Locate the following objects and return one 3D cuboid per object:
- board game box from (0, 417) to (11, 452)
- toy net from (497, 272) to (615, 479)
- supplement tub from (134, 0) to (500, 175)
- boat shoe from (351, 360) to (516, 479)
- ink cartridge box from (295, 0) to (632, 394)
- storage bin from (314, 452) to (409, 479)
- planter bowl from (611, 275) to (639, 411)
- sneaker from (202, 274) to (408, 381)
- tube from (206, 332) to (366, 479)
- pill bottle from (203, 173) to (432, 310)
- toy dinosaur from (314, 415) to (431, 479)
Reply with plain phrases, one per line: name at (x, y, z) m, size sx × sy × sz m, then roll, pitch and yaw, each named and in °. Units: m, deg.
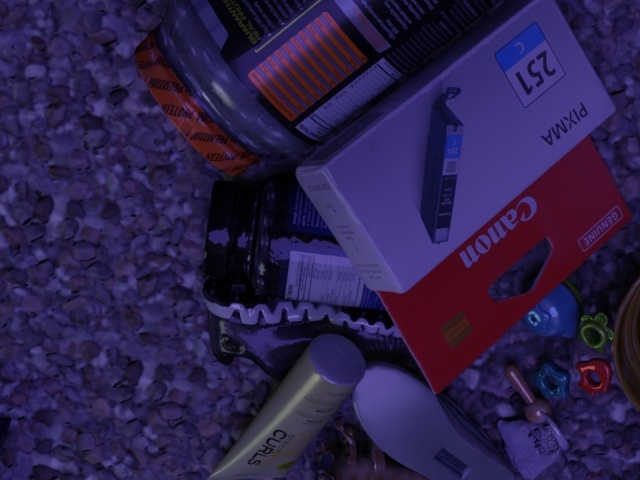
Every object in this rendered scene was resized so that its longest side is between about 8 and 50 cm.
board game box at (-0.436, 0.280, 1.489) m, size 0.194 × 0.060 × 0.194 m, roll 5°, pitch 109°, yaw -1°
toy net at (0.245, 0.150, 1.422) m, size 0.122 × 0.045 × 0.232 m, roll 23°, pitch 126°, yaw 31°
supplement tub at (0.000, -0.210, 1.237) m, size 0.316 × 0.193 × 0.193 m, roll -36°, pitch 105°, yaw 12°
boat shoe at (0.111, 0.197, 1.439) m, size 0.079 × 0.081 × 0.227 m, roll -45°, pitch 111°, yaw 7°
ink cartridge box at (0.159, -0.044, 1.284) m, size 0.296 × 0.066 × 0.261 m, roll -39°, pitch 108°, yaw -21°
storage bin at (0.042, 0.295, 1.478) m, size 0.135 × 0.098 × 0.091 m, roll 23°, pitch 136°, yaw -8°
planter bowl at (0.392, 0.083, 1.390) m, size 0.217 × 0.090 × 0.217 m, roll 0°, pitch 109°, yaw 0°
sneaker at (-0.007, 0.097, 1.412) m, size 0.234 × 0.078 × 0.106 m, roll 7°, pitch 117°, yaw -2°
tube at (-0.030, 0.184, 1.402) m, size 0.070 × 0.062 × 0.240 m, roll 35°, pitch 133°, yaw -1°
pill bottle at (0.000, 0.000, 1.349) m, size 0.219 × 0.123 × 0.123 m, roll 7°, pitch 110°, yaw -1°
toy dinosaur at (0.050, 0.233, 1.448) m, size 0.183 × 0.093 × 0.053 m, roll 7°, pitch 150°, yaw -40°
